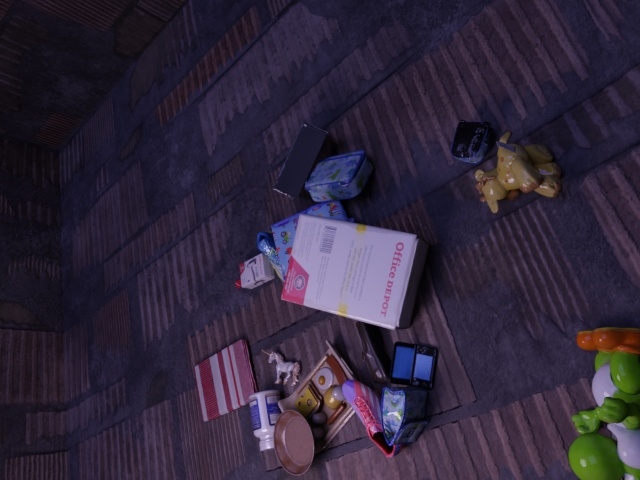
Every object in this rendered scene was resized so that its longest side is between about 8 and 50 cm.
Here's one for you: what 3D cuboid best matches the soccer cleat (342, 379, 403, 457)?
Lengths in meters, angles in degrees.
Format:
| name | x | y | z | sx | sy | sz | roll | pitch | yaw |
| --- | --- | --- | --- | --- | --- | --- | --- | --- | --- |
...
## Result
| name | x | y | z | sx | sy | sz | roll | pitch | yaw |
| --- | --- | --- | --- | --- | --- | --- | --- | --- | --- |
| soccer cleat | 0.147 | 0.510 | 1.525 | 0.083 | 0.095 | 0.248 | -43 | 74 | 16 |

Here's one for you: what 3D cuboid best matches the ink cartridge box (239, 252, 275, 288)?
| name | x | y | z | sx | sy | sz | roll | pitch | yaw |
| --- | --- | --- | --- | --- | --- | --- | --- | --- | --- |
| ink cartridge box | -0.247 | 0.119 | 2.049 | 0.135 | 0.056 | 0.099 | -28 | 61 | 34 |

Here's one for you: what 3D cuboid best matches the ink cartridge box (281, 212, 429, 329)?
| name | x | y | z | sx | sy | sz | roll | pitch | yaw |
| --- | --- | --- | --- | --- | --- | --- | --- | --- | --- |
| ink cartridge box | 0.106 | 0.093 | 1.610 | 0.385 | 0.160 | 0.279 | 13 | 88 | 26 |

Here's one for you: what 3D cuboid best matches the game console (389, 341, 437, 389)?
| name | x | y | z | sx | sy | sz | roll | pitch | yaw |
| --- | --- | --- | --- | --- | --- | --- | --- | --- | --- |
| game console | 0.268 | 0.360 | 1.518 | 0.107 | 0.071 | 0.122 | 3 | 82 | 42 |

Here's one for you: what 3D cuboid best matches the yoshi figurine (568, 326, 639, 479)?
| name | x | y | z | sx | sy | sz | roll | pitch | yaw |
| --- | --- | --- | --- | --- | --- | --- | --- | --- | --- |
| yoshi figurine | 0.614 | 0.375 | 1.141 | 0.203 | 0.204 | 0.362 | -21 | 67 | 54 |

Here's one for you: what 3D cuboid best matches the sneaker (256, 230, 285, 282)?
| name | x | y | z | sx | sy | sz | roll | pitch | yaw |
| --- | --- | --- | --- | --- | --- | --- | --- | --- | --- |
| sneaker | -0.173 | 0.060 | 1.951 | 0.091 | 0.126 | 0.240 | -47 | 52 | 23 |

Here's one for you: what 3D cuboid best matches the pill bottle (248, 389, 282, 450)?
| name | x | y | z | sx | sy | sz | roll | pitch | yaw |
| --- | --- | --- | --- | --- | --- | --- | --- | --- | --- |
| pill bottle | -0.180 | 0.620 | 1.820 | 0.112 | 0.112 | 0.186 | -29 | 61 | 33 |

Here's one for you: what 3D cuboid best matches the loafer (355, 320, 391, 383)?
| name | x | y | z | sx | sy | sz | roll | pitch | yaw |
| --- | --- | --- | --- | --- | --- | --- | --- | --- | --- |
| loafer | 0.151 | 0.339 | 1.621 | 0.078 | 0.080 | 0.220 | -37 | 57 | 28 |

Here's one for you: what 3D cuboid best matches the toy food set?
| name | x | y | z | sx | sy | sz | roll | pitch | yaw |
| --- | --- | --- | --- | --- | --- | --- | --- | --- | --- |
| toy food set | -0.003 | 0.507 | 1.706 | 0.306 | 0.092 | 0.219 | -53 | 50 | 17 |

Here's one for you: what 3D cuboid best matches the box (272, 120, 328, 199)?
| name | x | y | z | sx | sy | sz | roll | pitch | yaw |
| --- | --- | --- | --- | --- | --- | --- | --- | --- | --- |
| box | -0.075 | -0.292 | 1.916 | 0.184 | 0.103 | 0.261 | -92 | 28 | -80 |

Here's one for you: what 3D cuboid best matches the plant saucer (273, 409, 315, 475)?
| name | x | y | z | sx | sy | sz | roll | pitch | yaw |
| --- | --- | --- | --- | --- | --- | --- | --- | --- | --- |
| plant saucer | -0.077 | 0.643 | 1.690 | 0.199 | 0.036 | 0.198 | -6 | 81 | 47 |

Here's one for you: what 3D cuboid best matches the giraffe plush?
| name | x | y | z | sx | sy | sz | roll | pitch | yaw |
| --- | --- | --- | --- | --- | --- | --- | --- | --- | --- |
| giraffe plush | 0.501 | -0.162 | 1.398 | 0.170 | 0.210 | 0.181 | -56 | 13 | 47 |

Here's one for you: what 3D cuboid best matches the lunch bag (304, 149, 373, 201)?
| name | x | y | z | sx | sy | sz | roll | pitch | yaw |
| --- | --- | --- | --- | --- | --- | --- | --- | --- | --- |
| lunch bag | 0.062 | -0.222 | 1.809 | 0.219 | 0.090 | 0.176 | -3 | 45 | 41 |

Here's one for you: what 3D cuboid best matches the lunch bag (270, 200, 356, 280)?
| name | x | y | z | sx | sy | sz | roll | pitch | yaw |
| --- | --- | --- | --- | --- | --- | --- | --- | --- | --- |
| lunch bag | 0.000 | 0.000 | 1.836 | 0.293 | 0.138 | 0.220 | -27 | 62 | 20 |

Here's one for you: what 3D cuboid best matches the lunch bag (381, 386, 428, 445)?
| name | x | y | z | sx | sy | sz | roll | pitch | yaw |
| --- | --- | --- | --- | --- | --- | --- | --- | --- | --- |
| lunch bag | 0.234 | 0.491 | 1.475 | 0.096 | 0.129 | 0.151 | 1 | 78 | 42 |

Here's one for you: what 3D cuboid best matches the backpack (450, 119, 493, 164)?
| name | x | y | z | sx | sy | sz | roll | pitch | yaw |
| --- | --- | --- | --- | --- | --- | --- | --- | --- | --- |
| backpack | 0.440 | -0.278 | 1.524 | 0.105 | 0.084 | 0.114 | 16 | 85 | 43 |

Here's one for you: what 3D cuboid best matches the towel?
| name | x | y | z | sx | sy | sz | roll | pitch | yaw |
| --- | --- | --- | --- | --- | --- | --- | --- | --- | --- |
| towel | -0.374 | 0.552 | 2.065 | 0.329 | 0.037 | 0.237 | -33 | 61 | 33 |

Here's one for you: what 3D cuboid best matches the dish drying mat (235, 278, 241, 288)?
| name | x | y | z | sx | sy | sz | roll | pitch | yaw |
| --- | --- | --- | --- | --- | --- | --- | --- | --- | --- |
| dish drying mat | -0.313 | 0.166 | 2.129 | 0.083 | 0.008 | 0.032 | -28 | 61 | 34 |

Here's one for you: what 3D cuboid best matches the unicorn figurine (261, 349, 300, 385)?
| name | x | y | z | sx | sy | sz | roll | pitch | yaw |
| --- | --- | --- | --- | --- | --- | --- | --- | --- | --- |
| unicorn figurine | -0.133 | 0.452 | 1.867 | 0.162 | 0.060 | 0.111 | -1 | 71 | 26 |
